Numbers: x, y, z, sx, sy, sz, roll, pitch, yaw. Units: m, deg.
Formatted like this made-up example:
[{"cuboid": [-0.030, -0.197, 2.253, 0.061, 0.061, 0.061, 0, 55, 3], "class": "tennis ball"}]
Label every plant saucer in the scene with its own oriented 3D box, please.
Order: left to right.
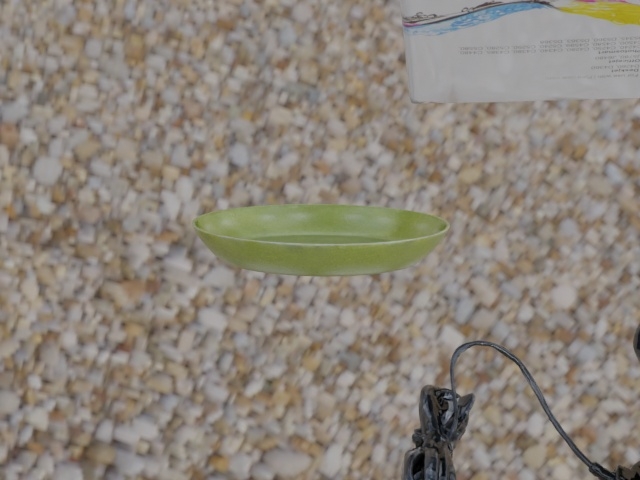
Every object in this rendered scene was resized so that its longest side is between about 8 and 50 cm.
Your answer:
[{"cuboid": [0.000, 0.000, 1.481, 0.241, 0.241, 0.037, -3, 101, -17], "class": "plant saucer"}]

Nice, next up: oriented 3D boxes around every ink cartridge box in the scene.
[{"cuboid": [0.151, -0.245, 1.100, 0.197, 0.270, 0.198, -2, 64, 6], "class": "ink cartridge box"}]

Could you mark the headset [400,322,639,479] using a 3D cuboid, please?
[{"cuboid": [0.254, 0.138, 0.989, 0.394, 0.243, 0.185, 7, 25, 11], "class": "headset"}]
